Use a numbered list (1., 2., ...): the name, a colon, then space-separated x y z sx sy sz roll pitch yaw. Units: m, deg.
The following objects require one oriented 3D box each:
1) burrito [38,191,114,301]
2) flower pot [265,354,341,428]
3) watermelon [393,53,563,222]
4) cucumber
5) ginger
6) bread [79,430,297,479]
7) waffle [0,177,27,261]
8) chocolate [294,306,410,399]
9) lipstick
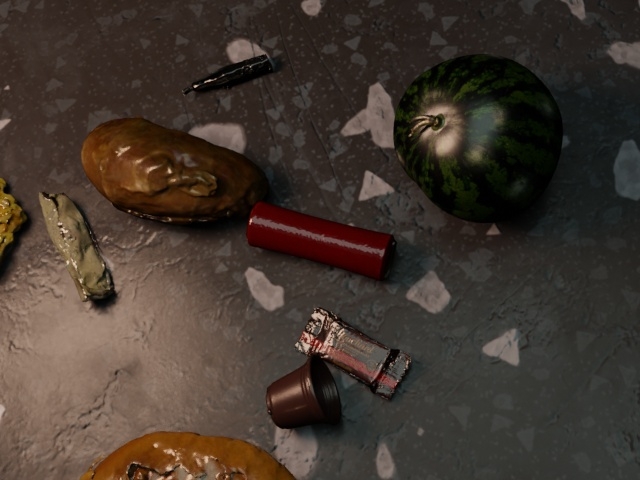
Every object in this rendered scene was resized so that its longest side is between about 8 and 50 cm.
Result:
1. burrito: -0.415 0.006 1.755 0.063 0.058 0.229 -31 67 1
2. flower pot: -0.031 0.242 1.601 0.089 0.111 0.111 -21 68 16
3. watermelon: 0.247 -0.160 1.622 0.269 0.269 0.269 -3 70 7
4. cucumber: -0.164 -0.286 1.835 0.163 0.043 0.039 -20 111 4
5. ginger: -0.252 -0.104 1.717 0.321 0.172 0.165 17 113 11
6. bread: -0.186 0.453 1.489 0.358 0.204 0.337 7 69 6
7. waffle: -0.641 -0.017 1.797 0.245 0.052 0.254 32 77 19
8. chocolate: 0.051 0.176 1.644 0.182 0.028 0.086 25 83 17
9. lipstick: 0.000 0.000 1.686 0.241 0.080 0.080 15 73 12
